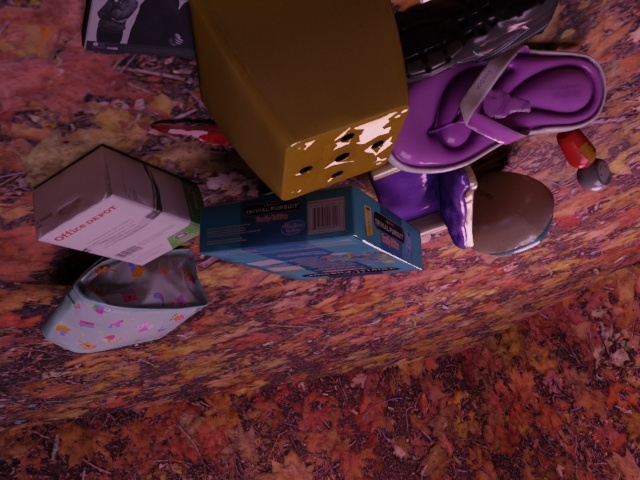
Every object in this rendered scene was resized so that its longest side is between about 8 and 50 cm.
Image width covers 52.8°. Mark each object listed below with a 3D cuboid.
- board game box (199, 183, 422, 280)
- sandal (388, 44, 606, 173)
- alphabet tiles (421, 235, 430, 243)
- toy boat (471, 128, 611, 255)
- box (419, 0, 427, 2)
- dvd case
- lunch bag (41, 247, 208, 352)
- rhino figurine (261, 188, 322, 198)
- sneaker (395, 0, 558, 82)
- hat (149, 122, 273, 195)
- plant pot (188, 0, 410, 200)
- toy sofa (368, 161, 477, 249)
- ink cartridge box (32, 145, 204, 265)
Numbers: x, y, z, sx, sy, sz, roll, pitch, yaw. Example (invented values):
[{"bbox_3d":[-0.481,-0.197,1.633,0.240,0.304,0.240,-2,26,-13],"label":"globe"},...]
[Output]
[{"bbox_3d":[0.000,0.000,1.076,0.254,0.079,0.336,-6,167,24],"label":"board game box"},{"bbox_3d":[0.269,-0.211,0.932,0.417,0.169,0.102,-19,-171,-23],"label":"sandal"},{"bbox_3d":[0.134,0.002,1.550,0.278,0.021,0.284,-16,158,-1],"label":"alphabet tiles"},{"bbox_3d":[0.430,-0.081,1.300,0.318,0.267,0.148,-39,111,8],"label":"toy boat"},{"bbox_3d":[0.204,-0.355,0.570,0.311,0.147,0.121,-21,157,8],"label":"box"},{"bbox_3d":[-0.140,-0.279,0.666,0.180,0.029,0.238,-4,154,-29],"label":"dvd case"},{"bbox_3d":[-0.398,0.120,1.280,0.262,0.160,0.223,-3,156,-43],"label":"lunch bag"},{"bbox_3d":[-0.079,-0.048,1.212,0.244,0.073,0.106,-18,154,2],"label":"rhino figurine"},{"bbox_3d":[0.186,-0.260,0.847,0.268,0.101,0.106,-20,160,11],"label":"sneaker"},{"bbox_3d":[-0.084,-0.182,0.943,0.173,0.183,0.208,-24,-157,46],"label":"hat"},{"bbox_3d":[-0.013,-0.172,0.745,0.212,0.187,0.212,-20,163,-13],"label":"plant pot"},{"bbox_3d":[0.174,-0.090,1.149,0.150,0.177,0.362,-19,159,5],"label":"toy sofa"},{"bbox_3d":[-0.312,-0.046,1.021,0.160,0.092,0.219,-26,156,22],"label":"ink cartridge box"}]
